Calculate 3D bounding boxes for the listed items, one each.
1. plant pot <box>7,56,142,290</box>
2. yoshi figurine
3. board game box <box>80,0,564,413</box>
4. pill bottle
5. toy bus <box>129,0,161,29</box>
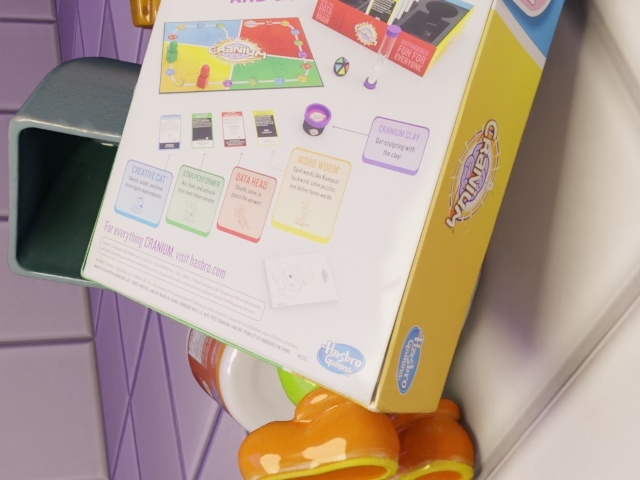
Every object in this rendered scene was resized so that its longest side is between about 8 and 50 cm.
[{"bbox_3d":[-0.252,-0.105,1.371,0.252,0.248,0.247,-87,9,-51],"label":"plant pot"},{"bbox_3d":[-0.017,0.012,0.765,0.203,0.203,0.362,111,154,-61],"label":"yoshi figurine"},{"bbox_3d":[0.001,-0.092,0.596,0.242,0.064,0.316,20,94,38],"label":"board game box"},{"bbox_3d":[-0.059,0.107,0.990,0.216,0.121,0.121,-167,76,-71],"label":"pill bottle"},{"bbox_3d":[-0.257,-0.473,1.495,0.108,0.130,0.333,-162,72,-70],"label":"toy bus"}]
